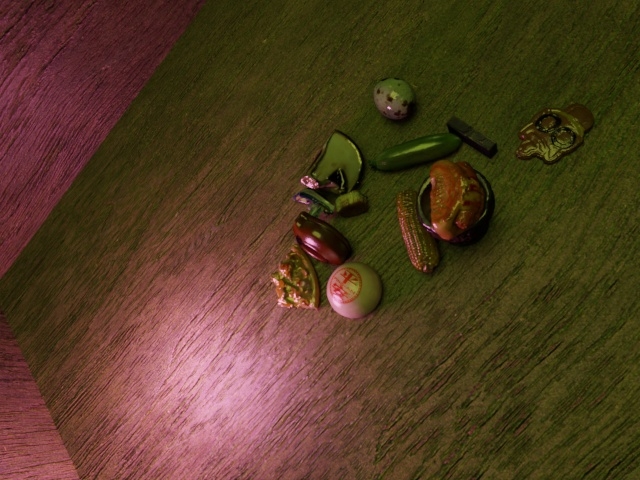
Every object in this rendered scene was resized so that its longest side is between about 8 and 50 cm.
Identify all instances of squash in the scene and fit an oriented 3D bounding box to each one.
[{"bbox_3d":[0.388,-0.368,1.816,0.395,0.107,0.107,-12,69,22],"label":"squash"}]

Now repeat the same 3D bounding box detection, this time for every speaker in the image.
[{"bbox_3d":[0.607,-0.414,1.738,0.044,0.082,0.218,-47,61,5],"label":"speaker"}]

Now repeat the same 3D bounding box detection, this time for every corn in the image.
[{"bbox_3d":[0.380,-0.041,1.711,0.120,0.120,0.363,-20,62,20],"label":"corn"}]

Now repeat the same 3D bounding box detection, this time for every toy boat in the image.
[{"bbox_3d":[-0.037,-0.157,1.945,0.115,0.114,0.262,-46,44,-4],"label":"toy boat"}]

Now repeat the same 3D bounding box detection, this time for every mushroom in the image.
[{"bbox_3d":[0.059,-0.307,1.946,0.217,0.212,0.292,34,61,-10],"label":"mushroom"}]

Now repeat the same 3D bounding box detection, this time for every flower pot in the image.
[{"bbox_3d":[0.504,-0.103,1.581,0.266,0.267,0.266,-9,70,25],"label":"flower pot"}]

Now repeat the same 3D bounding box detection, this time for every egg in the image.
[{"bbox_3d":[0.317,-0.628,1.901,0.169,0.169,0.231,-44,49,8],"label":"egg"}]

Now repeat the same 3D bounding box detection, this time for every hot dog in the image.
[{"bbox_3d":[0.442,-0.139,1.391,0.153,0.150,0.257,-9,69,35],"label":"hot dog"}]

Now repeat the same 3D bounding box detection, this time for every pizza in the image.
[{"bbox_3d":[-0.124,0.180,1.908,0.223,0.089,0.323,-26,63,13],"label":"pizza"}]

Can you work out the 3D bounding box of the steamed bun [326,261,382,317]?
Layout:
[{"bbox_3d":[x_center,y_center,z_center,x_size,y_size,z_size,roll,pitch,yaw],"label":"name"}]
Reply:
[{"bbox_3d":[0.127,0.193,1.741,0.232,0.145,0.232,-8,71,24],"label":"steamed bun"}]

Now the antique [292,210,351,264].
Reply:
[{"bbox_3d":[0.000,0.000,1.829,0.278,0.223,0.129,37,76,-1],"label":"antique"}]

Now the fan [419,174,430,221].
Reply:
[{"bbox_3d":[0.433,-0.169,1.716,0.057,0.023,0.282,0,49,26],"label":"fan"}]

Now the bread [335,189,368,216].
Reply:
[{"bbox_3d":[0.131,-0.158,1.863,0.140,0.128,0.069,-15,67,26],"label":"bread"}]

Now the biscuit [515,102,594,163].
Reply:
[{"bbox_3d":[0.870,-0.406,1.628,0.290,0.041,0.208,-34,61,12],"label":"biscuit"}]
